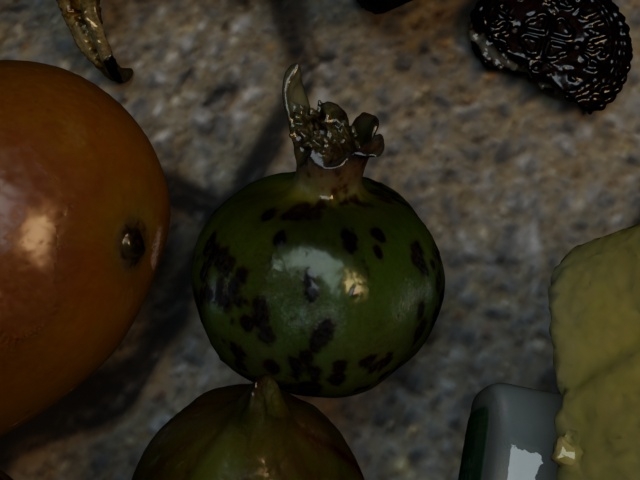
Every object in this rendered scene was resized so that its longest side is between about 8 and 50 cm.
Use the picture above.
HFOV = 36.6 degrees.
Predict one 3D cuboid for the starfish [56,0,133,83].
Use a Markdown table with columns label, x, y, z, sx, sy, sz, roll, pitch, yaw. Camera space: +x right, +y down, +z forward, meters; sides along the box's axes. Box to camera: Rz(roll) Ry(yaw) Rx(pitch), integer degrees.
| label | x | y | z | sx | sy | sz | roll | pitch | yaw |
| --- | --- | --- | --- | --- | --- | --- | --- | --- | --- |
| starfish | -0.116 | -0.173 | 0.569 | 0.190 | 0.074 | 0.146 | 21 | 70 | 12 |

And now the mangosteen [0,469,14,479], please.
| label | x | y | z | sx | sy | sz | roll | pitch | yaw |
| --- | --- | --- | --- | --- | --- | --- | --- | --- | --- |
| mangosteen | -0.183 | 0.253 | 0.285 | 0.381 | 0.381 | 0.421 | 24 | 63 | 15 |

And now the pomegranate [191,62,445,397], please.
| label | x | y | z | sx | sy | sz | roll | pitch | yaw |
| --- | --- | --- | --- | --- | --- | --- | --- | --- | --- |
| pomegranate | 0.000 | 0.000 | 0.454 | 0.122 | 0.122 | 0.161 | 8 | 112 | 11 |

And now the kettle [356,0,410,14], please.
| label | x | y | z | sx | sy | sz | roll | pitch | yaw |
| --- | --- | --- | --- | --- | --- | --- | --- | --- | --- |
| kettle | 0.131 | -0.273 | 0.529 | 0.308 | 0.262 | 0.203 | -21 | 105 | -3 |

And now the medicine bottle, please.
| label | x | y | z | sx | sy | sz | roll | pitch | yaw |
| --- | --- | --- | --- | --- | --- | --- | --- | --- | --- |
| medicine bottle | 0.081 | 0.157 | 0.399 | 0.069 | 0.119 | 0.183 | 10 | 74 | 7 |

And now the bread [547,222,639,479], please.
| label | x | y | z | sx | sy | sz | roll | pitch | yaw |
| --- | --- | --- | --- | --- | --- | --- | --- | --- | --- |
| bread | 0.223 | 0.061 | 0.331 | 0.240 | 0.178 | 0.135 | 14 | 68 | -30 |

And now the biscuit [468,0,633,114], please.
| label | x | y | z | sx | sy | sz | roll | pitch | yaw |
| --- | --- | --- | --- | --- | --- | --- | --- | --- | --- |
| biscuit | 0.127 | -0.108 | 0.532 | 0.087 | 0.027 | 0.089 | -8 | 71 | 5 |

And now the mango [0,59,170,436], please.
| label | x | y | z | sx | sy | sz | roll | pitch | yaw |
| --- | --- | --- | --- | --- | --- | --- | --- | --- | --- |
| mango | -0.191 | 0.020 | 0.478 | 0.254 | 0.139 | 0.175 | -34 | 58 | 4 |

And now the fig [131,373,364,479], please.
| label | x | y | z | sx | sy | sz | roll | pitch | yaw |
| --- | --- | --- | --- | --- | --- | --- | --- | --- | --- |
| fig | -0.029 | 0.103 | 0.413 | 0.103 | 0.155 | 0.109 | 20 | 40 | 8 |
